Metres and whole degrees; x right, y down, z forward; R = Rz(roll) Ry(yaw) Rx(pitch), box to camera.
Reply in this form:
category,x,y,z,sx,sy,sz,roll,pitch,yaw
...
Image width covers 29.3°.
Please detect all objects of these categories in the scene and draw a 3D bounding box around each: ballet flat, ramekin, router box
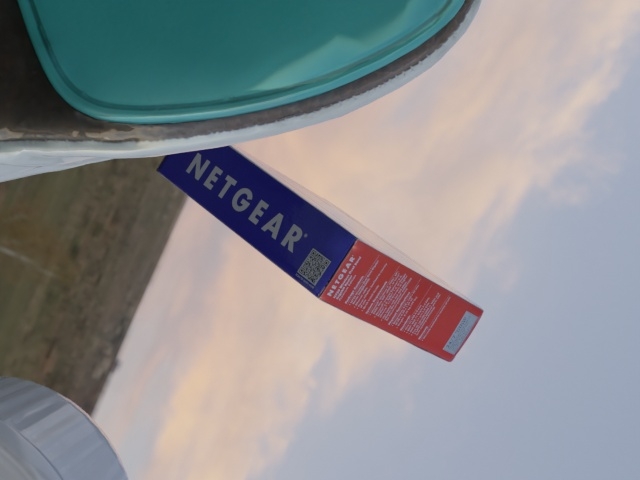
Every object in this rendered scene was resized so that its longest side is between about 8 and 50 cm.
category,x,y,z,sx,sy,sz,roll,pitch,yaw
ballet flat,-0.131,-0.080,0.529,0.139,0.400,0.139,164,-90,-81
ramekin,-0.287,0.244,1.081,0.273,0.273,0.127,-56,171,28
router box,0.000,0.000,1.530,0.335,0.301,0.082,37,-85,40
